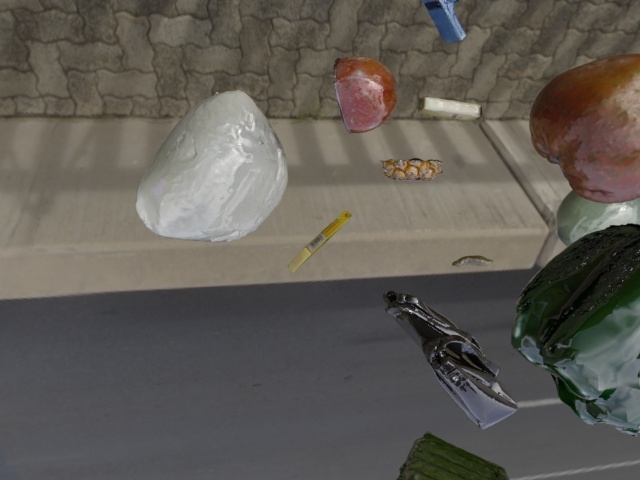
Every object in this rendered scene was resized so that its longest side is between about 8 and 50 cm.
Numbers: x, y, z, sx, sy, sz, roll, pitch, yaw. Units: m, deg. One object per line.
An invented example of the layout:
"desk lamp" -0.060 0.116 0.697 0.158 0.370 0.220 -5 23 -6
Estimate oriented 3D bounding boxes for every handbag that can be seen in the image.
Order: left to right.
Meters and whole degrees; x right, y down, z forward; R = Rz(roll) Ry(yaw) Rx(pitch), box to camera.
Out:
"handbag" 0.262 0.230 1.015 0.113 0.285 0.257 -44 120 9

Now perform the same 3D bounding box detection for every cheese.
"cheese" -0.134 -0.084 0.636 0.198 0.155 0.189 -55 156 -1

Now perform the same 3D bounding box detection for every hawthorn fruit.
"hawthorn fruit" 0.786 -0.310 1.267 0.404 0.402 0.402 -8 139 -7

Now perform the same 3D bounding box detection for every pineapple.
"pineapple" 0.294 -0.229 1.564 0.225 0.225 0.076 -1 97 -14

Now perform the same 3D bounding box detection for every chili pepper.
"chili pepper" 0.320 0.059 0.464 0.261 0.173 0.165 -37 169 -5

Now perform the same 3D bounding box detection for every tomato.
"tomato" 0.137 -0.414 1.347 0.156 0.180 0.214 -1 139 24

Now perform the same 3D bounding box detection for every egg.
"egg" 0.990 -0.099 1.686 0.352 0.258 0.258 -36 144 -19

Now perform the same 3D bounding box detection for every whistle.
"whistle" 0.243 -0.466 0.909 0.090 0.090 0.158 -31 123 20

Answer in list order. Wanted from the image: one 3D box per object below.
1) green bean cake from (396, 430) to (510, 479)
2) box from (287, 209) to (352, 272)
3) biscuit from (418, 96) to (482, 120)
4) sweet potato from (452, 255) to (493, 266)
"green bean cake" 0.179 0.485 0.717 0.334 0.218 0.319 -67 162 1
"box" 0.000 0.000 0.994 0.023 0.155 0.087 44 139 4
"biscuit" 0.395 -0.402 1.463 0.188 0.056 0.052 6 95 -5
"sweet potato" 0.511 0.069 1.626 0.154 0.041 0.038 -3 109 -10
